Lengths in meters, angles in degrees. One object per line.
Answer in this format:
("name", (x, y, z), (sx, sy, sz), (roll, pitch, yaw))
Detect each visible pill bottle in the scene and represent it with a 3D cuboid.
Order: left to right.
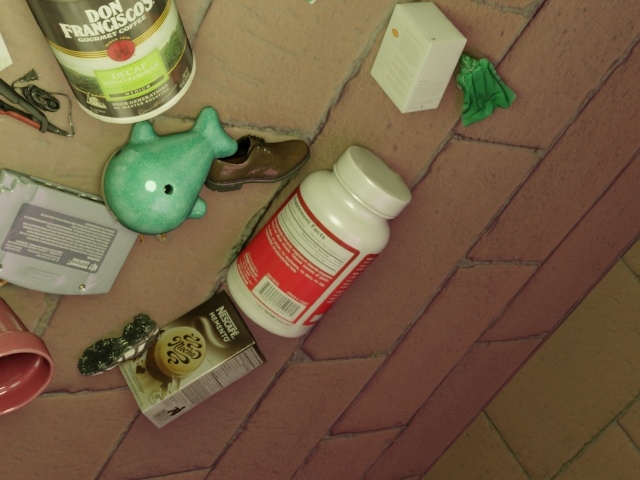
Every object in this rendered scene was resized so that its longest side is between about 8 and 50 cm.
("pill bottle", (0.000, 0.000, 2.225), (0.229, 0.229, 0.407), (13, 125, -51))

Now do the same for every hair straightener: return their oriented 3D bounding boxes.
("hair straightener", (-0.468, -0.226, 1.649), (0.089, 0.047, 0.230), (-42, 142, 12))

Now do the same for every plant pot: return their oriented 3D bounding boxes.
("plant pot", (-0.632, 0.208, 1.965), (0.201, 0.180, 0.201), (-24, 148, -16))

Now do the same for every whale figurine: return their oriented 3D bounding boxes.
("whale figurine", (-0.260, -0.127, 1.859), (0.272, 0.141, 0.216), (-40, 113, -19))

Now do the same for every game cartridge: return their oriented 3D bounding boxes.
("game cartridge", (-0.480, -0.002, 1.859), (0.294, 0.060, 0.196), (19, 101, -43))

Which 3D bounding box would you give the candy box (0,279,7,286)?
("candy box", (-0.651, 0.068, 1.882), (0.187, 0.053, 0.109), (-36, 148, -1))

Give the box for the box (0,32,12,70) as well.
("box", (-0.500, -0.362, 1.379), (0.063, 0.067, 0.324), (-30, 140, -18))

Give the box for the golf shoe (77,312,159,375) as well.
("golf shoe", (-0.442, 0.249, 2.300), (0.198, 0.077, 0.094), (-31, 149, -3))

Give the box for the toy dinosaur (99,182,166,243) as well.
("toy dinosaur", (-0.386, -0.049, 1.982), (0.112, 0.064, 0.211), (-49, 135, 2))

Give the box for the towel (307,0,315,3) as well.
("towel", (-0.038, -0.528, 1.655), (0.248, 0.038, 0.325), (-46, 147, 19))

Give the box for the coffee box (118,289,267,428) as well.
("coffee box", (-0.297, 0.273, 2.379), (0.297, 0.168, 0.119), (-32, 149, -5))

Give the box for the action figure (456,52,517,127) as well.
("action figure", (0.341, -0.339, 2.238), (0.137, 0.063, 0.232), (-35, 153, 5))

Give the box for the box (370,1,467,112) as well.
("box", (0.188, -0.356, 2.009), (0.091, 0.130, 0.170), (-12, 143, -31))

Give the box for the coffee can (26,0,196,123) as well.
("coffee can", (-0.310, -0.333, 1.509), (0.202, 0.201, 0.275), (-29, 149, -9))

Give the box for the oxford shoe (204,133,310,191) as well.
("oxford shoe", (-0.117, -0.165, 2.034), (0.227, 0.083, 0.096), (-19, 141, -26))
